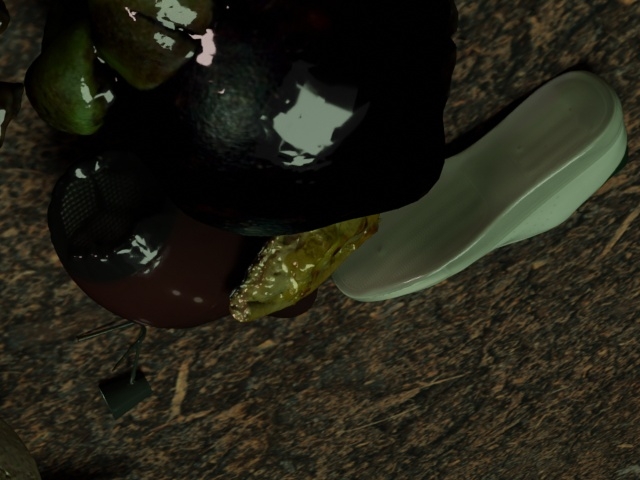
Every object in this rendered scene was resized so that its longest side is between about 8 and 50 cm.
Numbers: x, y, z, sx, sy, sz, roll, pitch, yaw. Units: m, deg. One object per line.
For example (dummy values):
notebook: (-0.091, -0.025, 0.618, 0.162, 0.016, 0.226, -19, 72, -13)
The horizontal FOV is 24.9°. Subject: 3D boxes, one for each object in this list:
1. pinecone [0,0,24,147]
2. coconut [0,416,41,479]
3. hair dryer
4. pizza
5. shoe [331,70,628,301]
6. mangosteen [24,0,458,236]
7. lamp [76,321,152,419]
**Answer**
pinecone: (-0.280, -0.066, 0.668, 0.309, 0.244, 0.244, -25, 160, -47)
coconut: (-0.333, 0.237, 1.119, 0.234, 0.224, 0.224, -31, 150, 10)
hair dryer: (-0.005, -0.070, 1.004, 0.340, 0.123, 0.312, -45, 157, 14)
pizza: (0.000, 0.000, 0.977, 0.160, 0.035, 0.099, -38, 160, -46)
shoe: (0.137, -0.025, 1.160, 0.265, 0.095, 0.110, -34, 150, 13)
mangosteen: (-0.043, -0.107, 0.781, 0.243, 0.243, 0.243, -18, 150, -11)
lamp: (-0.163, 0.109, 1.218, 0.054, 0.041, 0.121, -27, 155, -12)
